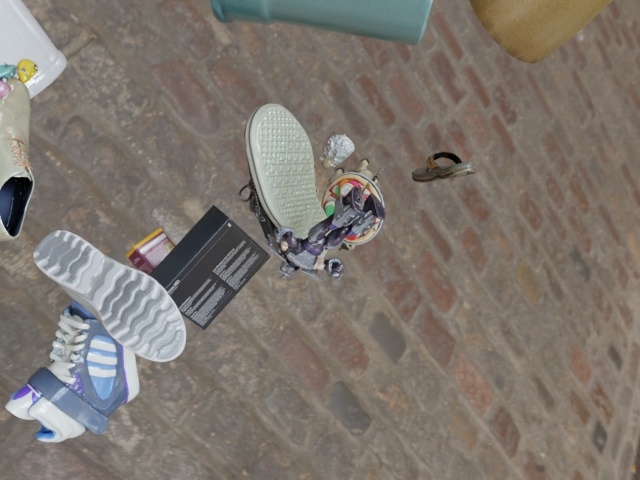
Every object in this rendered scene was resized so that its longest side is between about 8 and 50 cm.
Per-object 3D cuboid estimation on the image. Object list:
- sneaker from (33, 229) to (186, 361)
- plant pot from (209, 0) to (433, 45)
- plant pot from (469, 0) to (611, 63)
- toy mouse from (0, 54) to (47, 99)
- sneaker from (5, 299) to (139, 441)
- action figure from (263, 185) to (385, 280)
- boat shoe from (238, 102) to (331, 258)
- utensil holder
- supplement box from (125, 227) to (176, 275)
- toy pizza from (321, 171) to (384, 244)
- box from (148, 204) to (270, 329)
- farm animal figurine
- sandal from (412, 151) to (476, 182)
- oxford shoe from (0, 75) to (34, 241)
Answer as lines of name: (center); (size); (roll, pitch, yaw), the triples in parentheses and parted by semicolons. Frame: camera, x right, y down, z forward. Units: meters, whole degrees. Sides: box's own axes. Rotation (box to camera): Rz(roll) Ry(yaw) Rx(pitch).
sneaker: (-0.321, 0.089, 1.033); (0.281, 0.115, 0.105); (39, 73, 11)
plant pot: (0.033, -0.475, 1.026); (0.334, 0.341, 0.341); (16, 64, 2)
plant pot: (0.396, -0.450, 1.022); (0.237, 0.254, 0.237); (14, 65, -32)
toy mouse: (-0.650, -0.328, 1.316); (0.161, 0.143, 0.031); (-89, 160, -44)
sneaker: (-0.485, 0.233, 1.228); (0.236, 0.130, 0.322); (-28, 125, -41)
action figure: (0.000, 0.000, 1.363); (0.185, 0.285, 0.099); (27, 37, -35)
boat shoe: (-0.100, -0.119, 1.535); (0.187, 0.156, 0.500); (-54, 150, -24)
utensil holder: (-0.940, -0.563, 1.733); (0.327, 0.328, 0.385); (-59, 135, -33)
supplement box: (-0.440, 0.074, 1.818); (0.188, 0.081, 0.104); (51, 52, -4)
toy pizza: (0.082, -0.086, 1.770); (0.032, 0.201, 0.201); (-15, 88, -55)
box: (-0.287, 0.071, 1.654); (0.261, 0.103, 0.184); (-48, 134, -6)
farm animal figurine: (0.059, -0.133, 2.069); (0.330, 0.327, 0.172); (45, 36, -12)
sandal: (0.258, -0.160, 1.369); (0.090, 0.219, 0.060); (-13, 96, -8)
oxford shoe: (-0.713, -0.188, 1.496); (0.140, 0.146, 0.397); (7, 88, -64)
